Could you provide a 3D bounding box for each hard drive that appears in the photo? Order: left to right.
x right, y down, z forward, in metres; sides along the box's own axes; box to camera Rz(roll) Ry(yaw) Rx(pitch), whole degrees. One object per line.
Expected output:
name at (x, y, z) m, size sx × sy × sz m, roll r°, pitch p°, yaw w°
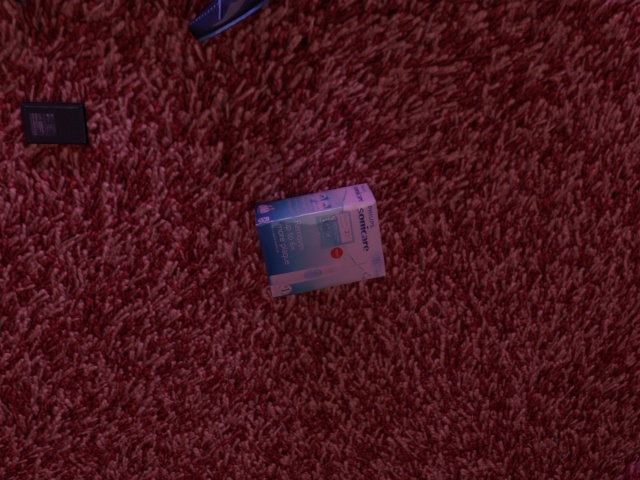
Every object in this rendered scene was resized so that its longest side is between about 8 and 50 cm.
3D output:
hard drive at (-0.600, -0.265, 1.426) m, size 0.135 × 0.022 × 0.094 m, roll 0°, pitch 117°, yaw -7°

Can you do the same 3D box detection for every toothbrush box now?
toothbrush box at (0.000, 0.000, 1.579) m, size 0.295 × 0.126 × 0.216 m, roll -11°, pitch 118°, yaw -3°

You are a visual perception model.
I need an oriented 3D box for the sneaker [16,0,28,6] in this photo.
sneaker at (-0.662, -0.515, 1.250) m, size 0.235 × 0.094 × 0.153 m, roll -33°, pitch 108°, yaw -1°

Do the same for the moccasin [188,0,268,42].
moccasin at (-0.144, -0.547, 1.295) m, size 0.342 × 0.138 × 0.117 m, roll -40°, pitch 117°, yaw -3°
